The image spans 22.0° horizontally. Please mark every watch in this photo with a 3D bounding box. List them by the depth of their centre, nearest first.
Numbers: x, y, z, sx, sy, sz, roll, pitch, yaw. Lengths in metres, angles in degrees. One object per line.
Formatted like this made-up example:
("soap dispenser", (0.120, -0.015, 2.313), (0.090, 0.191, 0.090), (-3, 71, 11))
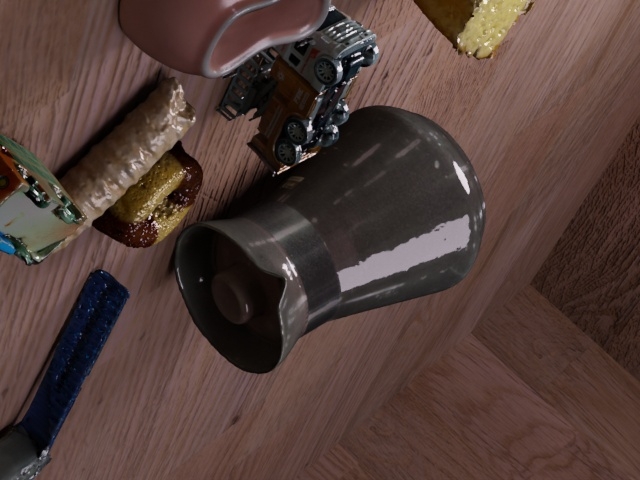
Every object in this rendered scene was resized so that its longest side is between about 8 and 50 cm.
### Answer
("watch", (-0.338, 0.185, 1.863), (0.276, 0.068, 0.274), (-39, 158, -28))

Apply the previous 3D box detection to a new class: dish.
("dish", (-0.065, -0.215, 1.442), (0.213, 0.090, 0.213), (-31, 161, -12))

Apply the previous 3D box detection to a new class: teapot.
("teapot", (0.000, 0.000, 2.031), (0.344, 0.253, 0.300), (-28, -171, -33))

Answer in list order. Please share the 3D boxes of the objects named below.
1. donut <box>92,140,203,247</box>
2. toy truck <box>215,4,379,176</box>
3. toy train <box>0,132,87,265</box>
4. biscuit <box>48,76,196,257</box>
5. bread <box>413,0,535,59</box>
("donut", (-0.178, -0.045, 1.711), (0.140, 0.059, 0.140), (-46, 166, -16))
("toy truck", (-0.023, -0.168, 1.704), (0.080, 0.115, 0.178), (-31, 159, -45))
("toy train", (-0.269, -0.038, 1.401), (0.072, 0.099, 0.188), (-45, 166, 1))
("biscuit", (-0.206, -0.067, 1.581), (0.219, 0.055, 0.061), (-45, 154, -9))
("bread", (0.177, -0.325, 1.815), (0.229, 0.139, 0.143), (-60, 163, 18))
